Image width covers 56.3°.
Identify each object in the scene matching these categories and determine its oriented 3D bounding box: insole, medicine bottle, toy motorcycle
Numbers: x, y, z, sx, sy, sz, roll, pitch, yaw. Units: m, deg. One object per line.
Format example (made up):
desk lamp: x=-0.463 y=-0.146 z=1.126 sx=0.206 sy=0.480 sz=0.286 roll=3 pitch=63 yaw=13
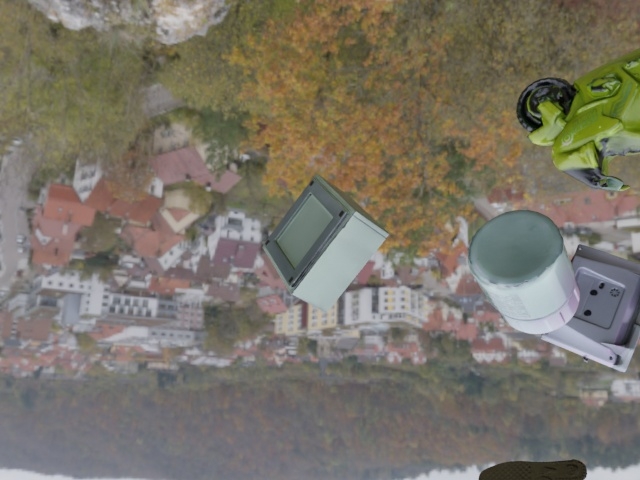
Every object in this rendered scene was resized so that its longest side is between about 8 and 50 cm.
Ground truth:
insole: x=0.269 y=0.299 z=0.765 sx=0.135 sy=0.045 sz=0.002 roll=-14 pitch=120 yaw=23
medicine bottle: x=0.304 y=0.051 z=0.883 sx=0.135 sy=0.135 sz=0.168 roll=-7 pitch=144 yaw=32
toy motorcycle: x=0.457 y=-0.187 z=0.836 sx=0.343 sy=0.205 sz=0.142 roll=-20 pitch=170 yaw=30

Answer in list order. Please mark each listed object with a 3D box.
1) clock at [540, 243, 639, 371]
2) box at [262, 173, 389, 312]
clock: x=0.622 y=0.146 z=1.328 sx=0.187 sy=0.253 sz=0.083 roll=21 pitch=169 yaw=23
box: x=0.000 y=0.000 z=1.353 sx=0.117 sy=0.225 sz=0.225 roll=32 pitch=-170 yaw=-33
